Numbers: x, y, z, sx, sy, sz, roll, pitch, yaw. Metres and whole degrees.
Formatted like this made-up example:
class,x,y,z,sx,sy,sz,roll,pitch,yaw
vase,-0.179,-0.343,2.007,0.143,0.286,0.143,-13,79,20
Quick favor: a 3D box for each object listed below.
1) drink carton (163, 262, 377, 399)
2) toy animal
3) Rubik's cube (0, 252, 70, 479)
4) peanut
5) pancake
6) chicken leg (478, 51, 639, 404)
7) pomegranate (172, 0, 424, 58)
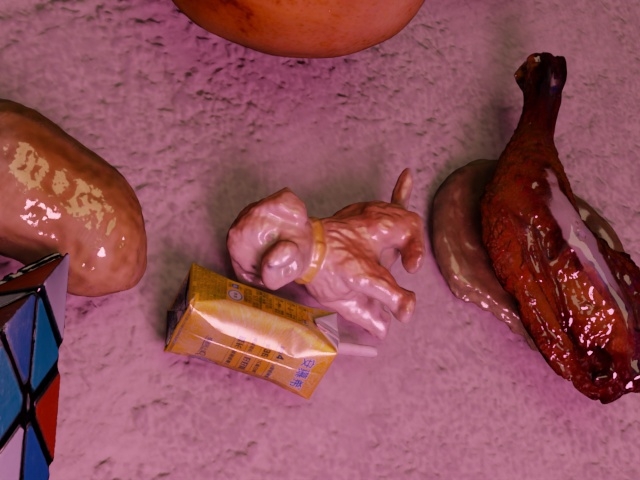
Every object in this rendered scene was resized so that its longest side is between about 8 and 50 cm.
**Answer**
class,x,y,z,sx,sy,sz,roll,pitch,yaw
drink carton,-0.038,0.092,1.375,0.200,0.084,0.074,20,32,-14
toy animal,0.002,-0.014,1.449,0.185,0.104,0.183,15,57,-13
Rubik's cube,-0.334,0.156,1.185,0.234,0.250,0.284,0,23,6
peanut,-0.245,-0.036,1.315,0.224,0.129,0.129,30,52,-5
pancake,0.222,0.012,1.580,0.222,0.042,0.236,-33,78,-34
chicken leg,0.239,-0.028,1.530,0.158,0.096,0.407,1,60,-23
pomegranate,-0.013,-0.319,1.510,0.319,0.319,0.319,13,56,-20
